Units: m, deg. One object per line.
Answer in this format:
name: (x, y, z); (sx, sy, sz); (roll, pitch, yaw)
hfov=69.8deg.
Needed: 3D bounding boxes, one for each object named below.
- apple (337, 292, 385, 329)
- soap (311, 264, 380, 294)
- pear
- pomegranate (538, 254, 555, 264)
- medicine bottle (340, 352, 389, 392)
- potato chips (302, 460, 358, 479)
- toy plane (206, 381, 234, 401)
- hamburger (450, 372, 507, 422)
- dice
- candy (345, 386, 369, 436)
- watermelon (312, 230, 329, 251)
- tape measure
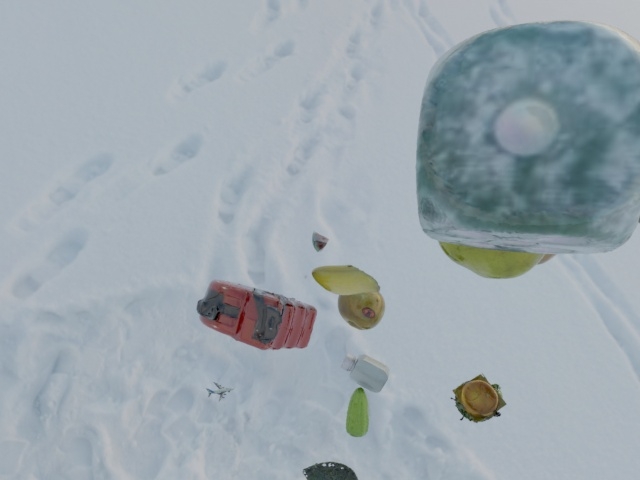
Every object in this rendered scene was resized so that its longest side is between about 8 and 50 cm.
apple: (0.150, 0.248, 1.702); (0.183, 0.182, 0.155); (22, 74, -1)
soap: (0.053, 0.074, 0.845); (0.089, 0.169, 0.033); (39, 61, -33)
pear: (0.430, -0.054, 1.152); (0.295, 0.294, 0.294); (10, 49, -12)
pomegranate: (0.731, -0.004, 1.565); (0.192, 0.191, 0.191); (10, 49, -12)
medicine bottle: (0.174, 0.518, 1.821); (0.183, 0.119, 0.069); (26, 25, 5)
potato chips: (0.030, 0.820, 1.450); (0.202, 0.029, 0.219); (10, 64, 3)
toy plane: (-0.305, 0.458, 1.395); (0.085, 0.024, 0.078); (7, 26, -29)
hamburger: (0.585, 0.592, 1.700); (0.190, 0.093, 0.164); (-18, 52, -3)
dice: (0.362, -0.153, 0.819); (0.331, 0.348, 0.327); (5, 85, 24)
candy: (0.151, 0.682, 1.837); (0.097, 0.209, 0.096); (2, 15, -1)
watermelon: (-0.003, 0.001, 1.945); (0.072, 0.084, 0.092); (-18, 91, -12)
tape measure: (-0.147, 0.162, 1.032); (0.261, 0.253, 0.113); (14, 84, 25)
